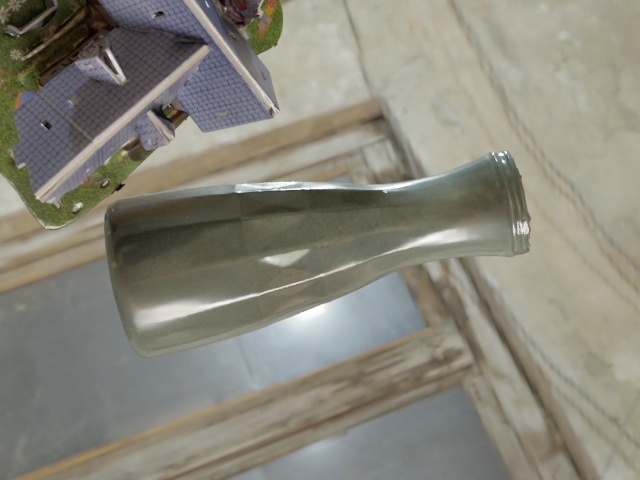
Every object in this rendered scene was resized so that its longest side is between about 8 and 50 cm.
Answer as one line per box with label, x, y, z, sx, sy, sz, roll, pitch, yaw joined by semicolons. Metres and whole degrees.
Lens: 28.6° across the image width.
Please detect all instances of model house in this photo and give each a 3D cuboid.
model house;-0.082;-0.083;0.550;0.117;0.167;0.088;55;-13;-26

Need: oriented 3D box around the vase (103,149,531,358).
vase;0.000;0.000;0.662;0.086;0.214;0.086;168;-90;-89
